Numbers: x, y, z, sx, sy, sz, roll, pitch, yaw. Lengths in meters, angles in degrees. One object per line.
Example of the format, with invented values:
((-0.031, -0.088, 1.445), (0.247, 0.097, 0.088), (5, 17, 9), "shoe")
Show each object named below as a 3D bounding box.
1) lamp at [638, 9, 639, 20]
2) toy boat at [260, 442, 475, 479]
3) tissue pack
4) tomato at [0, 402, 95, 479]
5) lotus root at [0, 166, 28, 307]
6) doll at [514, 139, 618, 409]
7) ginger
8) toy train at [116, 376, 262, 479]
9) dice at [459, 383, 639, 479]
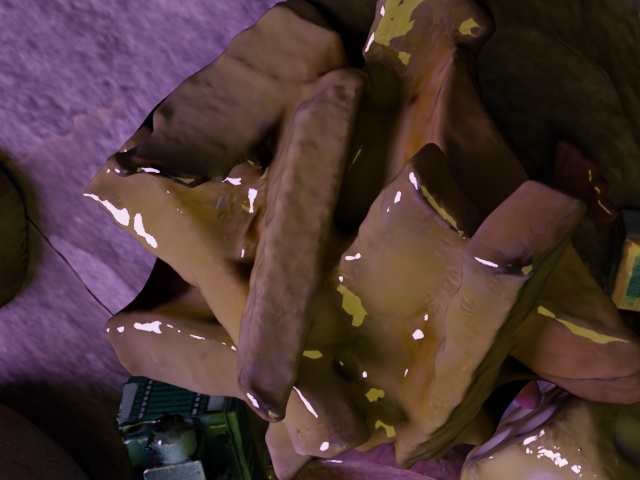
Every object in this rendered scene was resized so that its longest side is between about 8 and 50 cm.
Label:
((0.279, -0.137, 0.992), (0.135, 0.156, 0.157), (11, 95, 44), "lamp")
((0.066, 0.215, 1.285), (0.227, 0.085, 0.155), (4, 127, 17), "toy boat")
((0.266, 0.019, 1.135), (0.094, 0.059, 0.074), (8, 121, 0), "tissue pack")
((-0.299, 0.264, 1.222), (0.303, 0.303, 0.239), (40, 94, -19), "tomato")
((-0.329, 0.002, 1.177), (0.183, 0.078, 0.204), (5, 125, 3), "lotus root")
((0.115, 0.031, 1.130), (0.262, 0.093, 0.211), (-39, 88, 23), "doll")
((0.000, 0.000, 1.003), (0.413, 0.211, 0.358), (-7, 99, 23), "ginger")
((-0.107, 0.238, 1.256), (0.115, 0.154, 0.269), (-10, 122, 3), "toy train")
((0.225, 0.189, 1.152), (0.169, 0.169, 0.166), (53, 140, 1), "dice")
